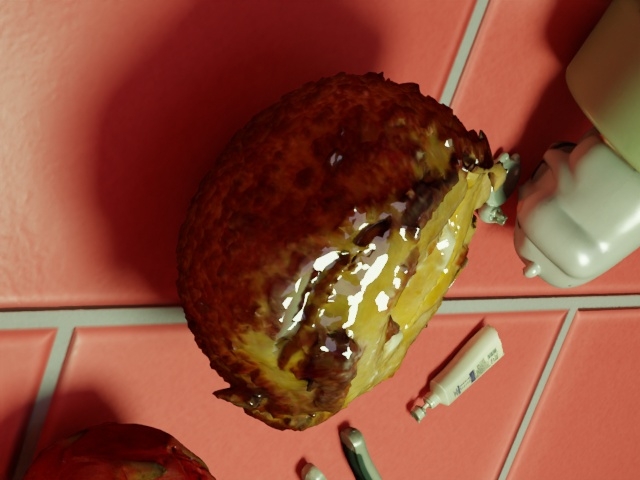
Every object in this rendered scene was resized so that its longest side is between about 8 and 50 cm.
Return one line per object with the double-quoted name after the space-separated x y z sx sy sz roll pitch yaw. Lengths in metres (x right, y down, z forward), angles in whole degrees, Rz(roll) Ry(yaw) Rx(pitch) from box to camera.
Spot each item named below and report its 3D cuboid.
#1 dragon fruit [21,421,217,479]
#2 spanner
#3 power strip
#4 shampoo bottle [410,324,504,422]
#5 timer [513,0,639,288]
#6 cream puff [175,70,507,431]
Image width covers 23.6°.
-0.189 0.251 1.393 0.209 0.172 0.172 -25 133 -23 "dragon fruit"
0.049 0.341 1.809 0.095 0.040 0.325 -39 137 -20 "spanner"
0.202 -0.056 1.695 0.055 0.035 0.083 3 111 -47 "power strip"
0.159 0.161 1.803 0.141 0.034 0.049 -41 146 -17 "shampoo bottle"
0.336 -0.077 1.676 0.315 0.291 0.291 -46 145 20 "timer"
-0.001 0.000 1.365 0.350 0.229 0.350 -54 164 -23 "cream puff"
